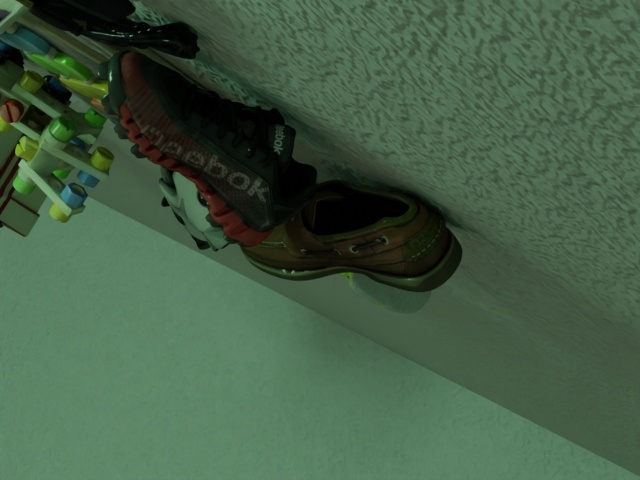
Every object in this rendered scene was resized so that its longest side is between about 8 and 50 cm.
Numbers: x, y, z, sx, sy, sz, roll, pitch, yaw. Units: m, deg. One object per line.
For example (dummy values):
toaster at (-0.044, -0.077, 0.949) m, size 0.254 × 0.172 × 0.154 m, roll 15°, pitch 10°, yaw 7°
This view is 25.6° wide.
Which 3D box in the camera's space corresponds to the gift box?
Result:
gift box at (-0.610, -0.174, 2.419) m, size 0.255 × 0.258 × 0.276 m, roll 24°, pitch 172°, yaw 37°

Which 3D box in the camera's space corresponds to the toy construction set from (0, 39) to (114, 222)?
toy construction set at (-0.422, -0.186, 1.914) m, size 0.328 × 0.151 × 0.215 m, roll 48°, pitch -158°, yaw -18°

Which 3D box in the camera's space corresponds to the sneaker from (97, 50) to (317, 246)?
sneaker at (-0.103, -0.106, 1.426) m, size 0.135 × 0.097 × 0.276 m, roll -22°, pitch 132°, yaw 29°

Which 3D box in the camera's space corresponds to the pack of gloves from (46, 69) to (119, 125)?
pack of gloves at (-0.300, -0.209, 1.858) m, size 0.195 × 0.046 × 0.232 m, roll 43°, pitch -178°, yaw 36°

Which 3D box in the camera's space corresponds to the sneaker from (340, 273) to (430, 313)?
sneaker at (0.035, -0.003, 1.772) m, size 0.240 × 0.091 × 0.126 m, roll 39°, pitch -177°, yaw -15°

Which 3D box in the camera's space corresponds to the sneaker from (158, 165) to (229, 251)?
sneaker at (-0.161, -0.072, 1.991) m, size 0.146 × 0.122 × 0.330 m, roll 49°, pitch 172°, yaw -5°

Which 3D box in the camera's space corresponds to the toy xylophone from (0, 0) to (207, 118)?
toy xylophone at (-0.244, -0.184, 1.572) m, size 0.322 × 0.081 × 0.236 m, roll 33°, pitch 173°, yaw -23°

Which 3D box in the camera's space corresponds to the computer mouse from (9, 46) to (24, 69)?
computer mouse at (-0.516, -0.299, 2.049) m, size 0.193 × 0.042 × 0.106 m, roll 25°, pitch 178°, yaw -5°

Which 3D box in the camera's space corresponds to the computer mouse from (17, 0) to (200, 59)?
computer mouse at (-0.244, -0.240, 1.288) m, size 0.262 × 0.060 × 0.184 m, roll 21°, pitch 177°, yaw -42°

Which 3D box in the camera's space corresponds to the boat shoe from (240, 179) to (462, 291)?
boat shoe at (0.014, -0.023, 1.564) m, size 0.307 × 0.111 × 0.104 m, roll 3°, pitch 144°, yaw 40°
